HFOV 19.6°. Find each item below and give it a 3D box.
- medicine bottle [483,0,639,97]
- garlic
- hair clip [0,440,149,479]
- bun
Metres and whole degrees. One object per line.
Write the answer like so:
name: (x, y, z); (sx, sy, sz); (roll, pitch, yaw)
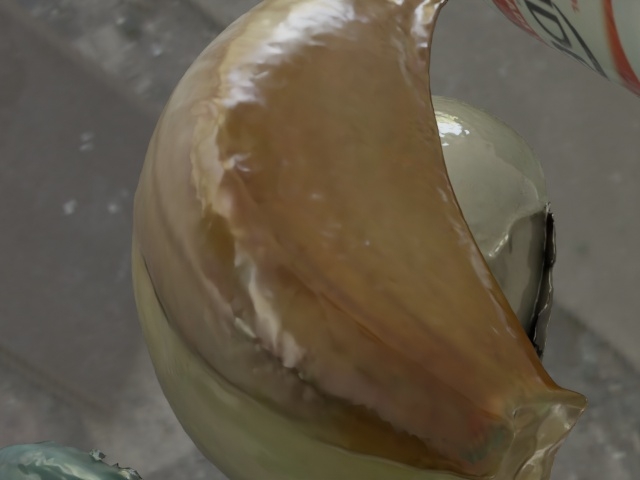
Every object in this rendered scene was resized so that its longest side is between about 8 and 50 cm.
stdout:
medicine bottle: (0.220, -0.190, 0.966); (0.253, 0.241, 0.252); (-16, 122, -27)
garlic: (-0.004, -0.005, 0.559); (0.115, 0.128, 0.206); (21, 51, -33)
hair clip: (-0.087, 0.253, 0.441); (0.318, 0.392, 0.238); (41, 34, 25)
bun: (0.019, 0.022, 0.767); (0.120, 0.173, 0.172); (11, 66, -8)
